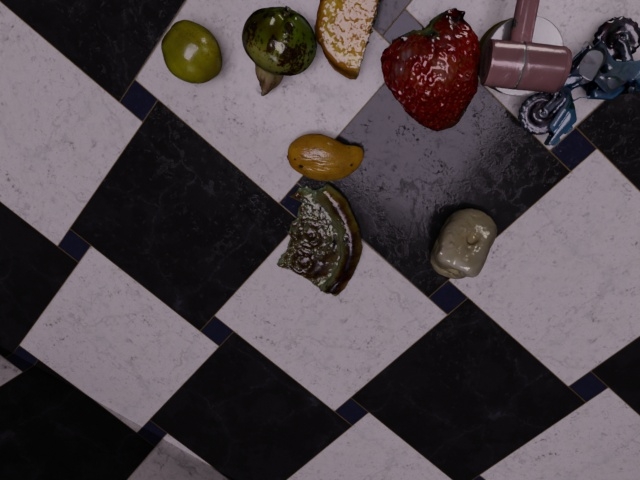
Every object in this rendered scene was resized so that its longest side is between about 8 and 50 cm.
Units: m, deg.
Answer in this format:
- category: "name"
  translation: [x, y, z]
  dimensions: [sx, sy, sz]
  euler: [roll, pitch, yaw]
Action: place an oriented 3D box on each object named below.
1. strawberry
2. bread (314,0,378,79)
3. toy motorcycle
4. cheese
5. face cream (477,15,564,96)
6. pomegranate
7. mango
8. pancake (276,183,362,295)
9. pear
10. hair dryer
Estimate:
- category: "strawberry"
  translation: [0.337, -0.489, 1.478]
  dimensions: [0.291, 0.292, 0.310]
  euler: [-19, 93, 14]
- category: "bread"
  translation: [0.075, -0.667, 1.486]
  dimensions: [0.178, 0.194, 0.340]
  euler: [15, 115, -4]
- category: "toy motorcycle"
  translation: [0.807, -0.451, 1.483]
  dimensions: [0.232, 0.172, 0.416]
  euler: [44, 101, -3]
- category: "cheese"
  translation: [0.489, 0.015, 1.726]
  dimensions: [0.173, 0.251, 0.248]
  euler: [27, 76, 10]
- category: "face cream"
  translation: [0.580, -0.545, 1.473]
  dimensions: [0.218, 0.179, 0.218]
  euler: [3, 111, 7]
- category: "pomegranate"
  translation: [-0.145, -0.583, 1.542]
  dimensions: [0.222, 0.204, 0.277]
  euler: [42, 109, 12]
- category: "mango"
  translation: [0.015, -0.281, 1.689]
  dimensions: [0.262, 0.109, 0.157]
  euler: [6, 107, 4]
- category: "pancake"
  translation: [0.005, 0.002, 1.822]
  dimensions: [0.304, 0.067, 0.427]
  euler: [15, 114, 4]
- category: "pear"
  translation: [-0.412, -0.596, 1.587]
  dimensions: [0.198, 0.198, 0.198]
  euler: [3, 111, 7]
- category: "hair dryer"
  translation: [0.563, -0.579, 1.311]
  dimensions: [0.210, 0.125, 0.353]
  euler: [7, 105, 4]
